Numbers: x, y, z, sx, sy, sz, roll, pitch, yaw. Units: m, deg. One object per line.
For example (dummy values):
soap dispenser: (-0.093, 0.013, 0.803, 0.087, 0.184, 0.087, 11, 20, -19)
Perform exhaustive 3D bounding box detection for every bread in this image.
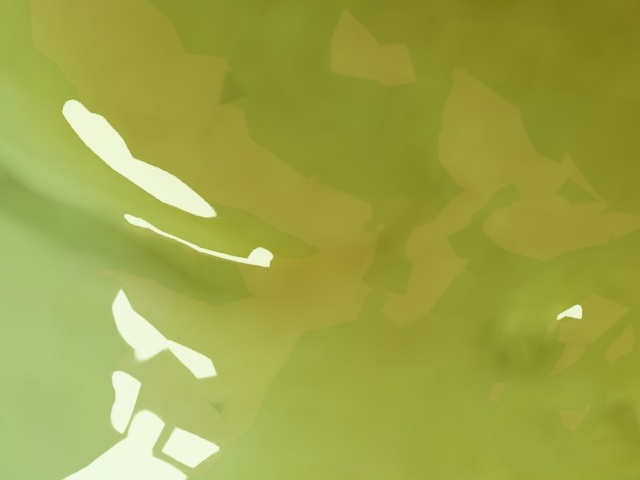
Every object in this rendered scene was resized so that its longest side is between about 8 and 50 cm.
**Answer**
bread: (0.072, -0.057, 0.457, 0.423, 0.329, 0.245, 5, 149, -12)
